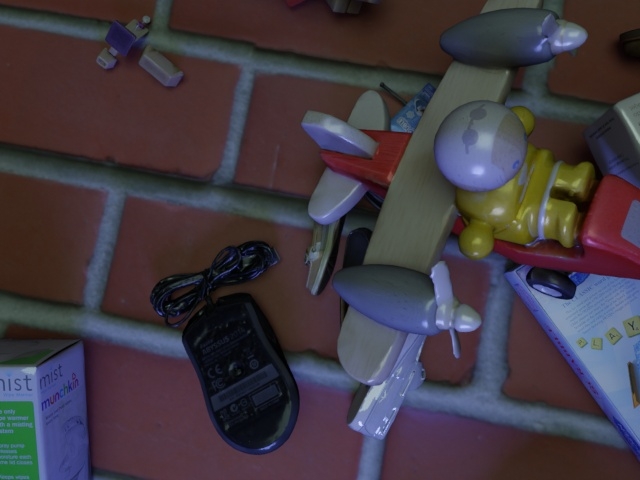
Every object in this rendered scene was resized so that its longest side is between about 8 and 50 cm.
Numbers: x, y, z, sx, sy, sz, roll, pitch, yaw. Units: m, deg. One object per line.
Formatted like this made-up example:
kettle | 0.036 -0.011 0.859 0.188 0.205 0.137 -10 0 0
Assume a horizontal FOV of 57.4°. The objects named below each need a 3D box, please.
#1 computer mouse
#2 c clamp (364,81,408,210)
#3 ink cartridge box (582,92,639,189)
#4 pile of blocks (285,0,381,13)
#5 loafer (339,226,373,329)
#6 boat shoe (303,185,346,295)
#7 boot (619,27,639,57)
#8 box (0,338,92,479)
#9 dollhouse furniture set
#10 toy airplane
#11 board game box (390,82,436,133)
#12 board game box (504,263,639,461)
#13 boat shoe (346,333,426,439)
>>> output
computer mouse | -0.105 0.150 0.793 0.188 0.072 0.272 -25 70 3
c clamp | 0.105 -0.122 0.828 0.137 0.022 0.161 31 85 2
ink cartridge box | 0.471 -0.060 0.678 0.198 0.115 0.273 -23 81 1
pile of blocks | -0.081 -0.403 0.815 0.362 0.113 0.149 35 45 9
loafer | 0.053 0.065 0.780 0.062 0.061 0.170 -11 80 36
boat shoe | 0.000 -0.001 0.805 0.048 0.056 0.153 12 82 12
boot | 0.554 -0.234 0.769 0.305 0.112 0.115 7 109 11
box | -0.449 0.251 0.757 0.261 0.127 0.231 0 97 4
dollhouse furniture set | -0.255 -0.275 0.875 0.114 0.091 0.081 39 45 -14
toy airplane | 0.147 -0.080 0.650 0.384 0.272 0.386 -21 74 4
board game box | 0.150 -0.156 0.811 0.090 0.020 0.090 45 83 3
board game box | 0.465 0.082 0.754 0.318 0.066 0.318 -33 82 0
boat shoe | 0.104 0.179 0.775 0.063 0.066 0.184 30 84 -7
